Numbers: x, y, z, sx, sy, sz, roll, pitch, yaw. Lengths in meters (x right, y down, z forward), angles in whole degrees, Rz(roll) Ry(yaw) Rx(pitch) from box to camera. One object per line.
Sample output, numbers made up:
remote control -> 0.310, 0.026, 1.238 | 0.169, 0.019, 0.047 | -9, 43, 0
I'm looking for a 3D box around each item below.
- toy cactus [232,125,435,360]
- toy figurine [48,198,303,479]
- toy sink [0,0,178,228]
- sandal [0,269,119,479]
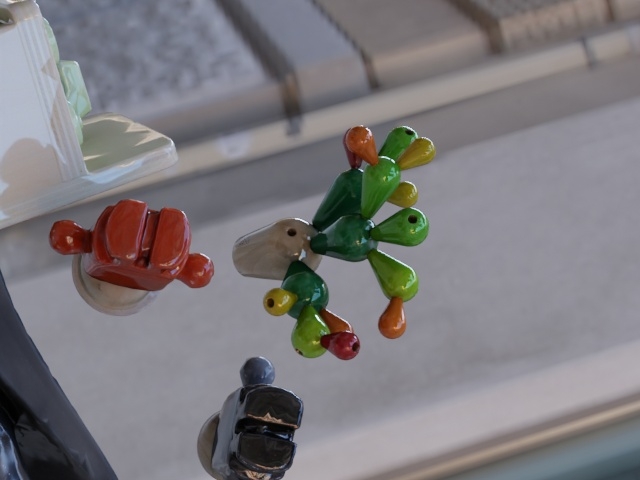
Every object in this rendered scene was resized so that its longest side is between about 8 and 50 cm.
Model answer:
toy cactus -> 0.000, 0.000, 1.343 | 0.112, 0.180, 0.219 | 37, 57, -37
toy figurine -> -0.133, 0.099, 1.063 | 0.209, 0.213, 0.148 | 55, -19, 1
toy sink -> -0.234, -0.085, 1.155 | 0.153, 0.234, 0.131 | 28, -45, 63
sandal -> -0.211, 0.078, 0.843 | 0.107, 0.167, 0.445 | -66, 148, -50
